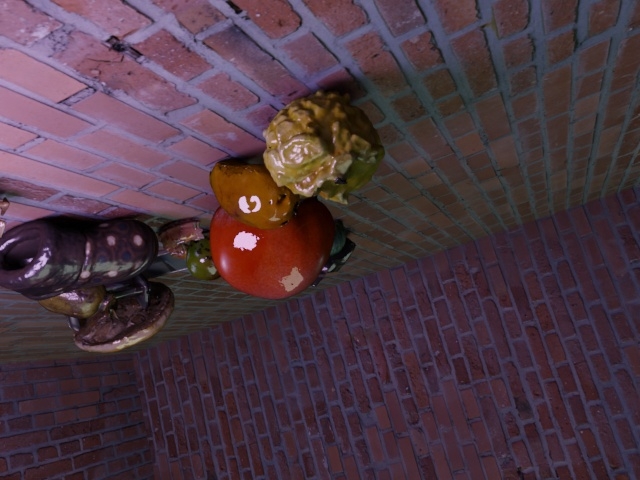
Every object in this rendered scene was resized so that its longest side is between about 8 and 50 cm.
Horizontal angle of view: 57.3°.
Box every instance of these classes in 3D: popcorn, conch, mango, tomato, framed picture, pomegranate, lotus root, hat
[{"bbox_3d":[0.010,-0.177,1.177,0.249,0.225,0.249,-26,148,-18],"label":"popcorn"},{"bbox_3d":[0.003,0.002,2.141,0.188,0.121,0.176,-12,-171,2],"label":"conch"},{"bbox_3d":[-0.155,-0.113,1.316,0.151,0.249,0.155,-35,140,-26],"label":"mango"},{"bbox_3d":[-0.132,0.007,1.597,0.342,0.272,0.341,3,-167,-1],"label":"tomato"},{"bbox_3d":[-0.551,0.081,2.063,0.213,0.016,0.289,-14,166,-4],"label":"framed picture"},{"bbox_3d":[-0.376,0.043,1.863,0.205,0.159,0.159,10,166,1],"label":"pomegranate"},{"bbox_3d":[-0.743,0.167,1.813,0.278,0.153,0.154,19,160,-7],"label":"lotus root"},{"bbox_3d":[-0.077,0.063,2.326,0.382,0.257,0.366,19,-173,7],"label":"hat"}]

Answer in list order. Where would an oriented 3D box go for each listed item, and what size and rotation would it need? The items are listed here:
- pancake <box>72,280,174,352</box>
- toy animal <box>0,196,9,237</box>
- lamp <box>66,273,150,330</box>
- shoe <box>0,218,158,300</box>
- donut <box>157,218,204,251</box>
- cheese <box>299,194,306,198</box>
[{"bbox_3d":[-0.695,0.267,2.081,0.387,0.082,0.386,-9,-150,5],"label":"pancake"},{"bbox_3d":[-0.714,-0.070,1.154,0.179,0.089,0.188,10,158,-34],"label":"toy animal"},{"bbox_3d":[-0.723,0.217,1.979,0.284,0.124,0.203,-6,122,-22],"label":"lamp"},{"bbox_3d":[-0.618,0.028,1.460,0.384,0.171,0.237,-15,163,0],"label":"shoe"},{"bbox_3d":[-0.424,-0.010,1.736,0.117,0.065,0.166,-7,163,-34],"label":"donut"},{"bbox_3d":[-0.023,-0.165,1.453,0.226,0.117,0.214,-13,173,-30],"label":"cheese"}]
